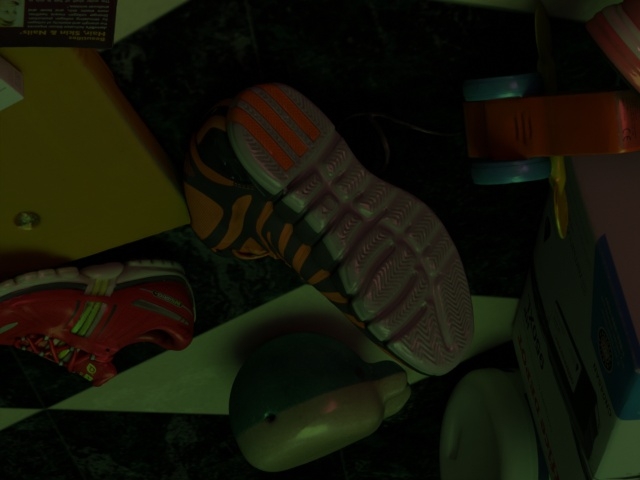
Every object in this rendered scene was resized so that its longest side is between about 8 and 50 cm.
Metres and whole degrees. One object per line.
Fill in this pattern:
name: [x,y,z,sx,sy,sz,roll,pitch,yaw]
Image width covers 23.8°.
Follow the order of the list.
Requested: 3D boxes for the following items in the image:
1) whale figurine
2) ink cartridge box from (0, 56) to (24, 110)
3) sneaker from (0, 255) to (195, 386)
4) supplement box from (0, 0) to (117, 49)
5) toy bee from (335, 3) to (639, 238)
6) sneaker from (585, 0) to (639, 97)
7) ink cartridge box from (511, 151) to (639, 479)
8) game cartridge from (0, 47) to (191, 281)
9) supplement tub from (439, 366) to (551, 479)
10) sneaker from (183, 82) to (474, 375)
whale figurine: [0.002,0.176,1.779,0.216,0.141,0.272,-29,167,26]
ink cartridge box: [-0.295,-0.138,1.206,0.062,0.029,0.115,-25,143,20]
sneaker: [-0.243,0.088,1.491,0.279,0.118,0.107,-9,169,-31]
supplement box: [-0.201,-0.232,1.122,0.104,0.081,0.188,-2,145,-14]
toy bee: [0.184,-0.117,1.370,0.162,0.298,0.195,-15,121,-48]
sneaker: [0.357,-0.180,1.275,0.313,0.116,0.136,-5,145,-51]
ink cartridge box: [0.331,0.105,1.595,0.166,0.286,0.395,-7,146,-6]
game cartridge: [-0.300,-0.076,1.364,0.285,0.053,0.324,-17,144,9]
supplement tub: [0.334,0.274,1.895,0.324,0.235,0.235,1,145,-17]
sneaker: [0.000,0.000,1.415,0.321,0.124,0.180,52,149,-9]
